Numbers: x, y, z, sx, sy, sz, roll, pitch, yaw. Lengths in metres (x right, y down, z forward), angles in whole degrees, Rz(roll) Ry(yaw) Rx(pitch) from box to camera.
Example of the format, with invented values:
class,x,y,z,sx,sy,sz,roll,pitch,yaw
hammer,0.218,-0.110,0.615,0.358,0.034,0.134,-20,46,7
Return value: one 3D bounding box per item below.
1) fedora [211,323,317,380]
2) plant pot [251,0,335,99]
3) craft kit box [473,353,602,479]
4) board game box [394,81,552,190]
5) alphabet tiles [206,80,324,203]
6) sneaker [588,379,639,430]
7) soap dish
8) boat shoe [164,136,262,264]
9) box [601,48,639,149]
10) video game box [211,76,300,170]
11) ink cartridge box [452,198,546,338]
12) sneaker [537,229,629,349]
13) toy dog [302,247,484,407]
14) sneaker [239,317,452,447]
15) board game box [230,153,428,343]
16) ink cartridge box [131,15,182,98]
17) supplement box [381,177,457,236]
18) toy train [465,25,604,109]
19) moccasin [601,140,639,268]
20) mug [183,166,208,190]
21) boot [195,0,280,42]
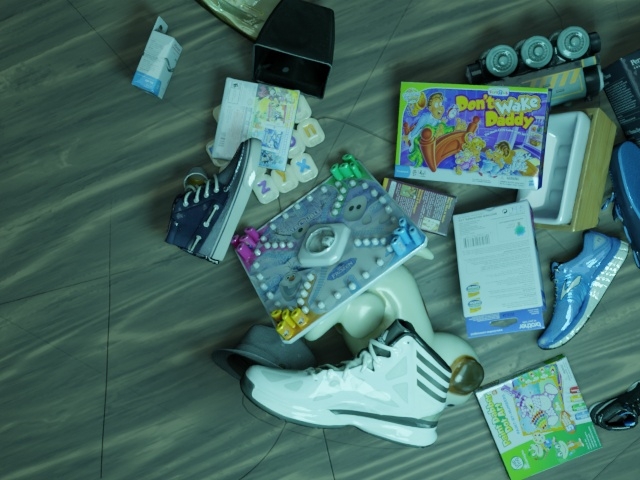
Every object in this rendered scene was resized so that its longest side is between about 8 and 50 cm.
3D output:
class,x,y,z,sx,sy,sz,roll,pitch,yaw
fedora,-0.117,0.294,1.863,0.275,0.243,0.124,28,62,3
plant pot,-0.055,-0.478,1.847,0.188,0.187,0.167,14,74,-2
craft kit box,0.546,0.448,1.915,0.247,0.061,0.249,-23,90,4
board game box,0.359,-0.254,1.812,0.347,0.078,0.233,7,102,23
alphabet tiles,-0.140,-0.249,1.929,0.284,0.021,0.278,-29,91,1
sneaker,0.783,0.414,1.875,0.217,0.121,0.079,-27,91,1
soap dish,0.588,-0.165,1.825,0.118,0.229,0.290,11,91,-18
boat shoe,-0.264,-0.108,1.834,0.158,0.127,0.340,18,109,-15
box,0.908,-0.355,1.832,0.343,0.179,0.312,-26,89,1
video game box,-0.160,-0.289,1.894,0.187,0.048,0.205,11,91,2
ink cartridge box,0.422,0.072,1.786,0.186,0.065,0.311,-12,67,23
sneaker,0.624,0.123,1.887,0.147,0.130,0.330,31,94,19
toy dog,0.199,0.245,1.835,0.408,0.284,0.395,43,74,-1
sneaker,0.067,0.266,1.618,0.448,0.169,0.257,14,100,-10
board game box,0.000,0.000,1.778,0.390,0.390,0.050,-36,131,2
ink cartridge box,-0.399,-0.453,1.888,0.060,0.104,0.180,22,92,1
supplement box,0.234,-0.082,1.895,0.188,0.081,0.104,15,91,1
toy train,0.530,-0.404,1.863,0.334,0.142,0.190,-14,100,2
moccasin,0.761,-0.069,1.857,0.138,0.117,0.342,-22,95,-29
mug,-0.316,-0.149,1.910,0.062,0.064,0.078,38,110,-23
boot,-0.201,-0.641,1.882,0.262,0.095,0.203,35,93,-6
